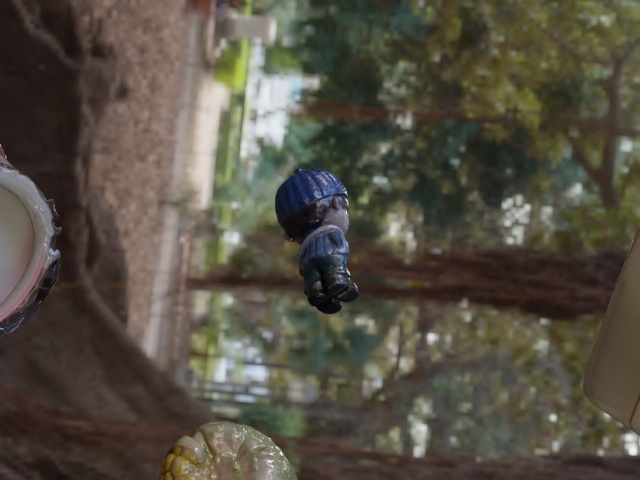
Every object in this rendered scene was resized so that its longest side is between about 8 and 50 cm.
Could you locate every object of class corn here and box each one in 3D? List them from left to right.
[{"bbox_3d":[-0.081,0.266,1.214,0.305,0.123,0.122,99,2,-54],"label":"corn"}]

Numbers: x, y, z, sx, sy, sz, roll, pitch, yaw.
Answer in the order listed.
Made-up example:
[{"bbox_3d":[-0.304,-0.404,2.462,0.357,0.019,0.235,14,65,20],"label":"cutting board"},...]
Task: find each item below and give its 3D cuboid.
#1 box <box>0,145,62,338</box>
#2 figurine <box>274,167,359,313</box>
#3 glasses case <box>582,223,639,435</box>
[{"bbox_3d":[-0.247,-0.011,0.898,0.135,0.151,0.151,27,-62,46],"label":"box"},{"bbox_3d":[-0.007,-0.003,1.283,0.077,0.079,0.136,-37,-145,31],"label":"figurine"},{"bbox_3d":[0.264,0.000,0.780,0.313,0.070,0.131,-25,138,-45],"label":"glasses case"}]
